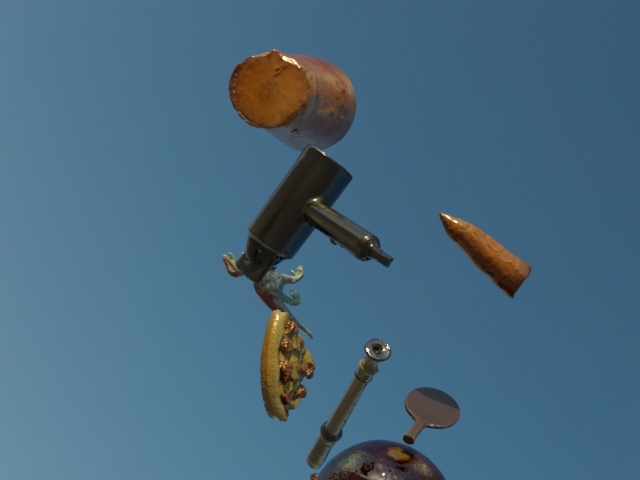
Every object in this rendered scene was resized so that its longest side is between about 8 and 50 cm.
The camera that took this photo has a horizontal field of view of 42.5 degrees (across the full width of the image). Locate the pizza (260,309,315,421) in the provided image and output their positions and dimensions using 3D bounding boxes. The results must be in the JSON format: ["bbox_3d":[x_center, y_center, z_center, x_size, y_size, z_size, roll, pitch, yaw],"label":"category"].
[{"bbox_3d":[-0.049,0.196,1.322,0.046,0.134,0.175,-3,-90,28],"label":"pizza"}]

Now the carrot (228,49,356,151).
[{"bbox_3d":[-0.046,-0.272,1.518,0.195,0.254,0.196,0,-90,12],"label":"carrot"}]

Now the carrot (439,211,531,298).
[{"bbox_3d":[0.294,0.017,1.511,0.205,0.072,0.072,39,-43,-3],"label":"carrot"}]

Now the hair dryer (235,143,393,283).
[{"bbox_3d":[0.000,0.000,1.046,0.196,0.078,0.248,-54,-142,-1],"label":"hair dryer"}]

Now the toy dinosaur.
[{"bbox_3d":[-0.100,0.119,1.788,0.053,0.167,0.242,-24,-93,54],"label":"toy dinosaur"}]

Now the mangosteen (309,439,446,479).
[{"bbox_3d":[0.091,0.525,1.566,0.359,0.306,0.306,7,-66,55],"label":"mangosteen"}]

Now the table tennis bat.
[{"bbox_3d":[0.209,0.289,1.533,0.107,0.170,0.119,23,-58,21],"label":"table tennis bat"}]

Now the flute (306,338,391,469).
[{"bbox_3d":[0.023,0.175,0.841,0.027,0.027,0.233,46,-40,21],"label":"flute"}]
